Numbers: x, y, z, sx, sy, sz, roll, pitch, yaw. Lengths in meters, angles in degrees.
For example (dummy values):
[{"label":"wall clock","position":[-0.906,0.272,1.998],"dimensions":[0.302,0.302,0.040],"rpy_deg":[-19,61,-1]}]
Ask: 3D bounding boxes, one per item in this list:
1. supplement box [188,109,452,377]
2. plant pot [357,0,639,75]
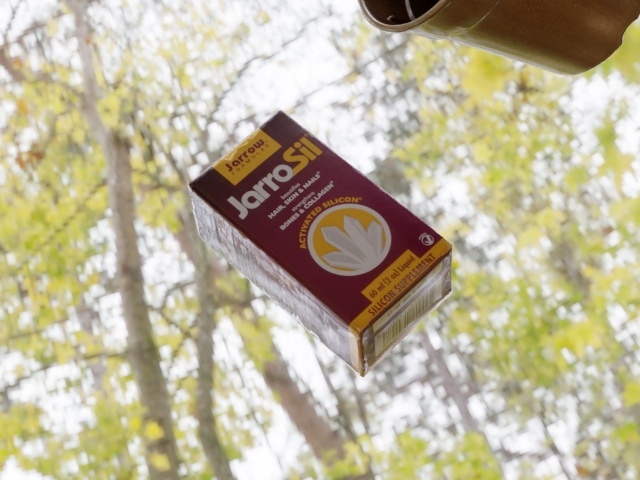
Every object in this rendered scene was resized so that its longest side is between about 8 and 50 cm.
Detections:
[{"label":"supplement box","position":[0.000,0.000,1.157],"dimensions":[0.104,0.188,0.081],"rpy_deg":[-42,-25,-20]},{"label":"plant pot","position":[0.138,-0.203,1.087],"dimensions":[0.165,0.167,0.167],"rpy_deg":[18,-58,-32]}]
